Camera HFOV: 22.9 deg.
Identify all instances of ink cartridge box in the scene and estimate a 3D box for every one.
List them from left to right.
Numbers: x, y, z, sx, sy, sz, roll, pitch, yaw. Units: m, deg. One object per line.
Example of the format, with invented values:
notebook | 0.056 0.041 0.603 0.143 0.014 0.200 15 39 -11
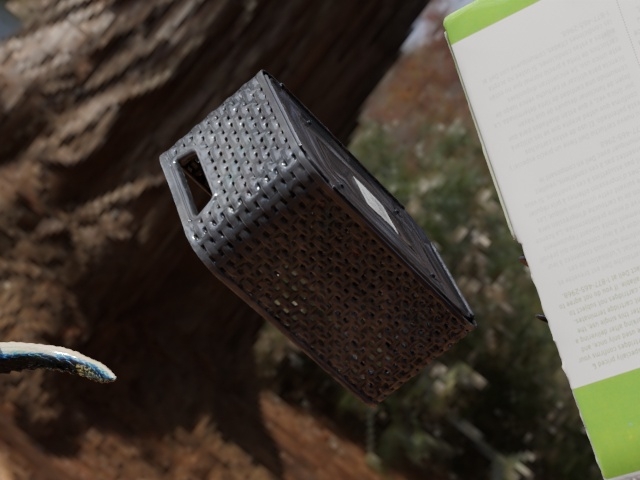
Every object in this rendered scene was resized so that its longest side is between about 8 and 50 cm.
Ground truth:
ink cartridge box | 0.193 -0.028 0.779 0.097 0.189 0.255 -6 76 -53

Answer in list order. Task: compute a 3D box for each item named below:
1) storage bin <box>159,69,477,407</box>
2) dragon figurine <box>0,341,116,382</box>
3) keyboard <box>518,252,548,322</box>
storage bin | 0.000 0.000 0.939 0.180 0.084 0.122 42 13 -36
dragon figurine | -0.288 0.080 1.027 0.289 0.144 0.085 26 -24 -2
keyboard | 0.233 0.048 1.128 0.192 0.100 0.038 32 8 -13
